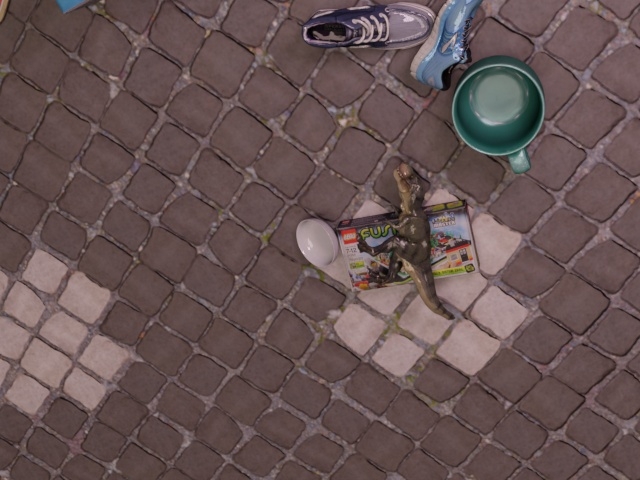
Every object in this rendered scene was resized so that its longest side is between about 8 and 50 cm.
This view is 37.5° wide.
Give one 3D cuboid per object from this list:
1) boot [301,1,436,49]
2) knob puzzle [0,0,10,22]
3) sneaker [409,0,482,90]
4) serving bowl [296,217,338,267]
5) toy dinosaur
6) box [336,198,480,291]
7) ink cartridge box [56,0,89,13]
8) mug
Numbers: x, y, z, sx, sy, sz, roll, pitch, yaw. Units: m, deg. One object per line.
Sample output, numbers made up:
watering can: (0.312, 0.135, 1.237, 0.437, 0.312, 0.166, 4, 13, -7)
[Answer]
boot: (0.070, -0.298, 1.342, 0.189, 0.086, 0.069, -1, 112, 12)
knob puzzle: (-0.567, -0.397, 1.461, 0.213, 0.030, 0.213, 4, 113, 10)
sneaker: (0.194, -0.282, 1.327, 0.073, 0.063, 0.162, 42, 126, 21)
serving bowl: (0.000, 0.000, 1.501, 0.083, 0.027, 0.083, 27, 132, 34)
toy dinosaur: (0.123, 0.020, 1.439, 0.118, 0.064, 0.268, -12, 112, 9)
box: (0.138, 0.010, 1.483, 0.206, 0.036, 0.114, -10, 110, 15)
ink cartridge box: (-0.292, -0.475, 1.231, 0.197, 0.198, 0.270, -23, 106, 20)
mug: (0.251, -0.185, 1.346, 0.129, 0.097, 0.158, 12, 115, 6)
